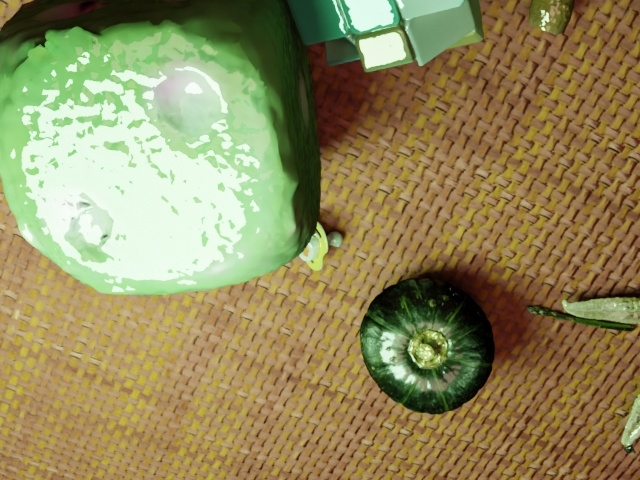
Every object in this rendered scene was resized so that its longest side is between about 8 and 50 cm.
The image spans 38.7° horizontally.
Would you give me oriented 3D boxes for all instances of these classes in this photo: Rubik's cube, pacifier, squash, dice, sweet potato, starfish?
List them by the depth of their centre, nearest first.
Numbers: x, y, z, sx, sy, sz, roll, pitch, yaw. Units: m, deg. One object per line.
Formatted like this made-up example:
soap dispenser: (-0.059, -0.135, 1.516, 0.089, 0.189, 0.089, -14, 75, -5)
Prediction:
Rubik's cube: (0.080, -0.324, 1.016, 0.213, 0.224, 0.265, -9, 123, 24)
sweet potato: (0.301, -0.384, 1.054, 0.067, 0.059, 0.281, 23, 118, 15)
dice: (-0.177, -0.139, 1.070, 0.330, 0.322, 0.318, -7, 117, 6)
starfish: (0.579, 0.158, 1.287, 0.384, 0.132, 0.398, -22, 127, 18)
squash: (0.149, 0.147, 1.289, 0.193, 0.156, 0.193, -1, 94, -16)
pacifier: (0.000, 0.000, 1.291, 0.064, 0.068, 0.083, -14, 142, -27)

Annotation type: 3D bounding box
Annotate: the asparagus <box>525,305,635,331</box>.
asparagus: (0.382, 0.117, 1.341, 0.166, 0.016, 0.013, 10, 152, -3)
